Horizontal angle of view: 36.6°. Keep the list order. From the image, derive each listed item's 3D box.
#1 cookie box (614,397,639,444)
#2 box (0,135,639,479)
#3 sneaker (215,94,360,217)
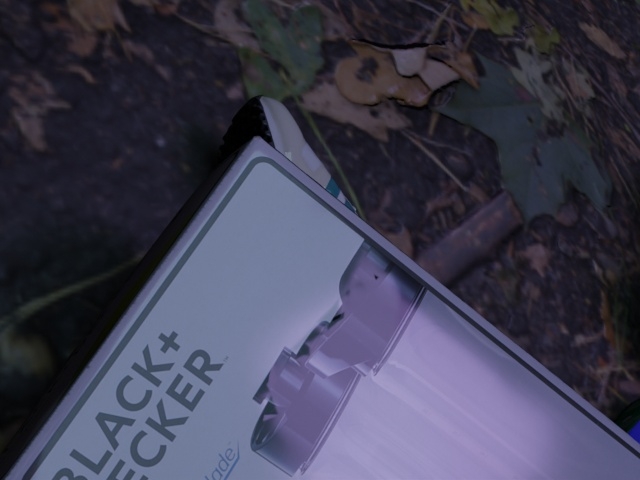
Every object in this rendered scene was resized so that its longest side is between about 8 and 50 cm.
[{"bbox_3d":[0.206,0.150,0.580,0.107,0.040,0.092,-29,81,-46],"label":"cookie box"},{"bbox_3d":[0.027,0.117,0.397,0.290,0.087,0.169,39,64,-10],"label":"box"},{"bbox_3d":[0.000,0.000,0.511,0.075,0.057,0.161,-6,70,-42],"label":"sneaker"}]
